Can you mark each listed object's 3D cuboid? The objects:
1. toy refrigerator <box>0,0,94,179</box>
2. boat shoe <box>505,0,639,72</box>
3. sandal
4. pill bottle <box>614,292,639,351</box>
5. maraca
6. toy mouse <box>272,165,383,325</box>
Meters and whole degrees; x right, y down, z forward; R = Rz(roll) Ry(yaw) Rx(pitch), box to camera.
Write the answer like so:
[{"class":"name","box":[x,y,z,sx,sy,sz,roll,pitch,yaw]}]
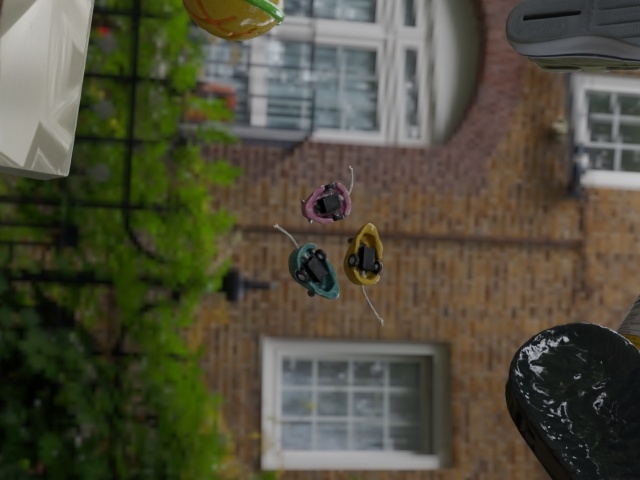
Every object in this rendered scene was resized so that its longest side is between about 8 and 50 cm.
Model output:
[{"class":"toy refrigerator","box":[-0.266,-0.196,1.370,0.102,0.094,0.269,179,-81,-67]},{"class":"boat shoe","box":[0.373,-0.257,1.764,0.302,0.094,0.109,6,-108,38]},{"class":"sandal","box":[0.308,0.231,1.158,0.446,0.168,0.107,49,-27,28]},{"class":"pill bottle","box":[0.356,0.122,1.450,0.245,0.136,0.136,-52,-176,-21]},{"class":"maraca","box":[-0.096,-0.271,1.609,0.099,0.127,0.186,-62,178,3]},{"class":"toy mouse","box":[0.000,0.000,1.431,0.031,0.143,0.161,-12,-106,48]}]
